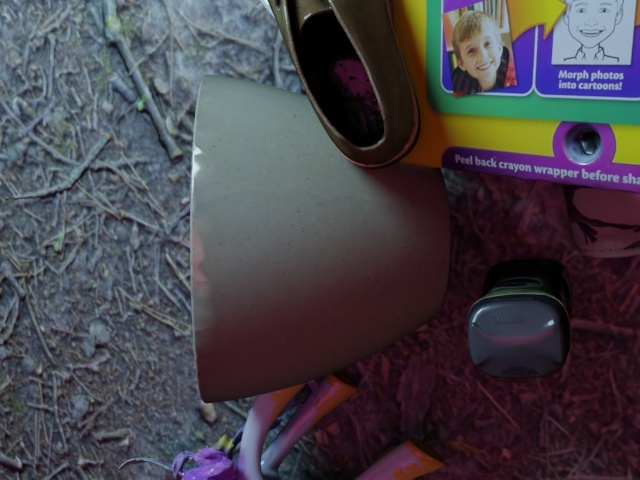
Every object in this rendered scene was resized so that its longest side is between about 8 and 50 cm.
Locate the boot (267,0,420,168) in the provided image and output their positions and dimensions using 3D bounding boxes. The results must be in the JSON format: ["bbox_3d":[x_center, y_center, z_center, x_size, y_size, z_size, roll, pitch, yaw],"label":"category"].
[{"bbox_3d":[-0.002,-0.205,0.557,0.112,0.115,0.305,-23,88,14],"label":"boot"}]

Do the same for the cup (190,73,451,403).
[{"bbox_3d":[0.000,0.000,0.734,0.237,0.331,0.330,1,103,-4],"label":"cup"}]

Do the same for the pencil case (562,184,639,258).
[{"bbox_3d":[0.292,-0.195,0.638,0.184,0.160,0.410,-8,99,27],"label":"pencil case"}]

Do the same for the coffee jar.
[{"bbox_3d":[0.205,0.076,0.717,0.096,0.184,0.079,-5,100,22],"label":"coffee jar"}]

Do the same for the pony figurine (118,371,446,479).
[{"bbox_3d":[-0.080,0.322,0.857,0.351,0.303,0.363,32,96,2],"label":"pony figurine"}]

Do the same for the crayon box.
[{"bbox_3d":[0.222,-0.199,0.512,0.363,0.106,0.312,14,113,42],"label":"crayon box"}]

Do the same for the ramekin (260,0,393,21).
[{"bbox_3d":[0.027,-0.234,0.710,0.109,0.207,0.207,-41,86,13],"label":"ramekin"}]
